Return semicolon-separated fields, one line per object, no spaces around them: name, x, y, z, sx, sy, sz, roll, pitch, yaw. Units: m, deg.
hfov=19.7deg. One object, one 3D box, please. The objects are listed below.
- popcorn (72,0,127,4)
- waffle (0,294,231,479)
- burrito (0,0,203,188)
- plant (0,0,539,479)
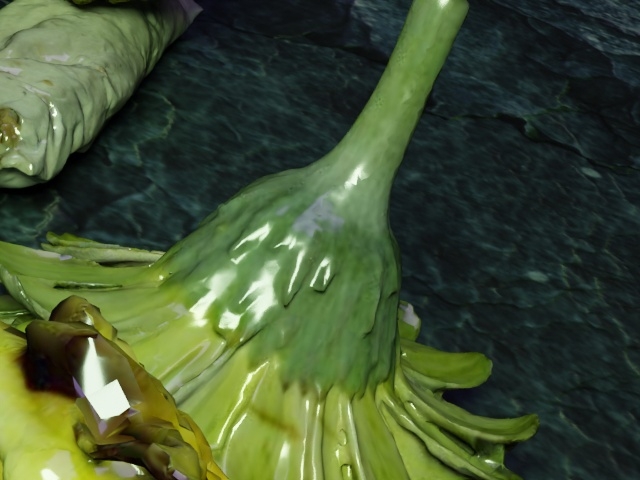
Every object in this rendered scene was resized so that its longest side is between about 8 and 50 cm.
popcorn;-0.156;-0.259;1.218;0.233;0.192;0.266;44;-3;16
waffle;0.018;0.189;0.610;0.379;0.095;0.382;43;-6;43
burrito;-0.175;-0.123;1.239;0.117;0.076;0.392;16;25;4
plant;0.002;0.048;0.942;0.306;0.297;0.261;2;61;-61
